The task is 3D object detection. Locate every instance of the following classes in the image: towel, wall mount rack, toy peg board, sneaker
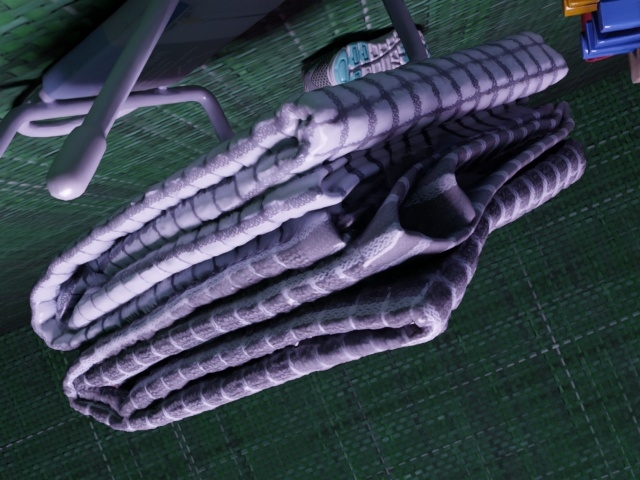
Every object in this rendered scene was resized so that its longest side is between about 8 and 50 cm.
[{"bbox_3d":[0.000,0.000,0.578,0.284,0.121,0.235,-26,180,41],"label":"towel"},{"bbox_3d":[-0.104,-0.080,0.607,0.304,0.130,0.350,-20,175,-46],"label":"wall mount rack"},{"bbox_3d":[0.185,-0.191,0.664,0.079,0.160,0.161,-7,180,10],"label":"toy peg board"},{"bbox_3d":[0.045,-0.173,0.977,0.076,0.064,0.167,-3,-171,42],"label":"sneaker"}]

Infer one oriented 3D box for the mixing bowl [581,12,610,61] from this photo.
[{"bbox_3d":[0.334,-0.262,0.996,0.182,0.098,0.181,-24,178,-1],"label":"mixing bowl"}]
